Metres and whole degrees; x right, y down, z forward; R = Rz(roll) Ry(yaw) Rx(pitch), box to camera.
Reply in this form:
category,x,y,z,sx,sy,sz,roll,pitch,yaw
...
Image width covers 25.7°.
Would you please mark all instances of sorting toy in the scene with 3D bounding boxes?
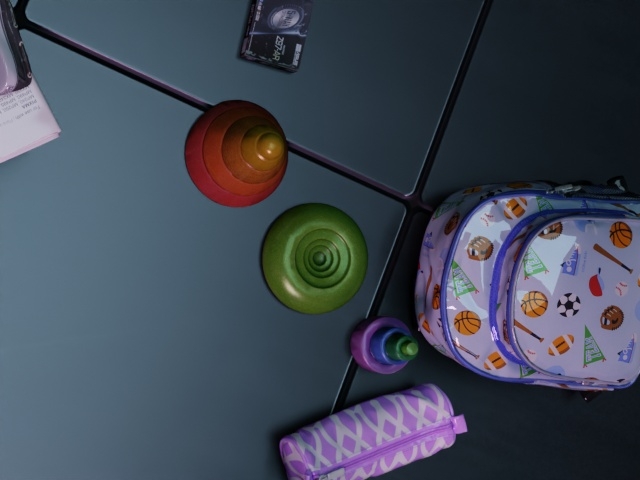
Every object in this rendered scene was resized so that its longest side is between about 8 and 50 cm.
category,x,y,z,sx,sy,sz,roll,pitch,yaw
sorting toy,0.000,0.000,1.537,0.127,0.126,0.365,-40,102,-17

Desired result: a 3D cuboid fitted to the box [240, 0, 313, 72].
category,x,y,z,sx,sy,sz,roll,pitch,yaw
box,-0.049,-0.237,1.576,0.067,0.018,0.083,15,84,-20

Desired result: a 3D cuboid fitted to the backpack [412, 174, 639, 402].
category,x,y,z,sx,sy,sz,roll,pitch,yaw
backpack,0.246,0.053,1.599,0.263,0.213,0.276,4,91,-11

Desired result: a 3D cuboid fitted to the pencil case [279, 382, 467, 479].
category,x,y,z,sx,sy,sz,roll,pitch,yaw
pencil case,0.054,0.226,1.576,0.206,0.088,0.086,-20,99,-21

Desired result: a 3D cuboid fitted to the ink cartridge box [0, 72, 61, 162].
category,x,y,z,sx,sy,sz,roll,pitch,yaw
ink cartridge box,-0.363,-0.182,1.369,0.100,0.172,0.237,-29,100,-20

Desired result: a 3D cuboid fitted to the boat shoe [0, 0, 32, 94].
category,x,y,z,sx,sy,sz,roll,pitch,yaw
boat shoe,-0.300,-0.203,1.281,0.040,0.049,0.142,-18,95,-56
